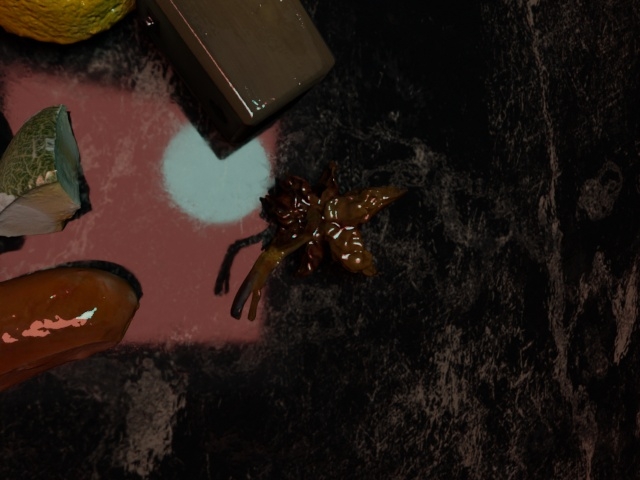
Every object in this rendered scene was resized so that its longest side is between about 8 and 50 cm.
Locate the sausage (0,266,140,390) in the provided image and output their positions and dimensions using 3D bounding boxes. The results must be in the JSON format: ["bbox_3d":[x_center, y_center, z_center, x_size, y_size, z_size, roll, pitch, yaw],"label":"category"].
[{"bbox_3d":[-0.372,0.108,0.506,0.259,0.133,0.133,-19,98,-19],"label":"sausage"}]

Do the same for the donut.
[{"bbox_3d":[-0.353,-0.385,0.513,0.254,0.118,0.253,7,76,-28],"label":"donut"}]

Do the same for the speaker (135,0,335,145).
[{"bbox_3d":[-0.122,-0.286,0.577,0.193,0.153,0.230,-40,105,-16],"label":"speaker"}]

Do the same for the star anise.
[{"bbox_3d":[-0.007,0.003,0.635,0.346,0.148,0.237,-37,102,-27],"label":"star anise"}]

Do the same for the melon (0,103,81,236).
[{"bbox_3d":[-0.355,-0.086,0.519,0.093,0.140,0.202,24,80,-43],"label":"melon"}]
